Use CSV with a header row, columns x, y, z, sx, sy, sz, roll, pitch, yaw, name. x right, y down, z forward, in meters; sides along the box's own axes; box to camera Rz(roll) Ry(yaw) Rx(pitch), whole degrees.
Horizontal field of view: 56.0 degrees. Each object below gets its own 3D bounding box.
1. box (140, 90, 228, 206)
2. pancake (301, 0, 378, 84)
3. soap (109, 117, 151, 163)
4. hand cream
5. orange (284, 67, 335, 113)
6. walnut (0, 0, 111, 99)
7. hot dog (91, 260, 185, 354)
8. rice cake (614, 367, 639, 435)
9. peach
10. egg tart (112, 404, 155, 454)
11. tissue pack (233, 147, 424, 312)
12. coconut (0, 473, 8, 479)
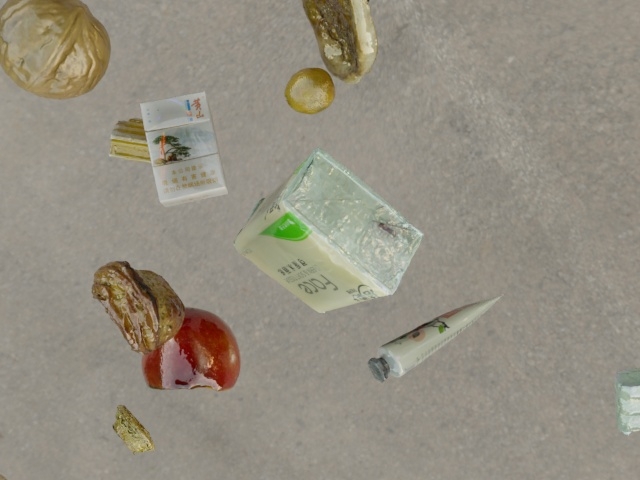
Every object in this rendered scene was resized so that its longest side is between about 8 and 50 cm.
x,y,z,sx,sy,sz,roll,pitch,yaw,name
-0.302,-0.204,1.341,0.150,0.067,0.233,-13,80,-7,box
0.026,-0.422,1.119,0.049,0.282,0.282,-25,113,-11,pancake
-0.404,-0.248,1.525,0.232,0.140,0.073,7,118,-13,soap
0.171,0.136,0.888,0.234,0.080,0.050,-26,87,-26,hand cream
-0.020,-0.275,1.112,0.095,0.085,0.085,-16,113,16,orange
-0.544,-0.402,1.230,0.228,0.228,0.227,2,116,4,walnut
-0.342,0.126,1.132,0.114,0.259,0.175,-37,82,-7,hot dog
0.542,0.214,0.862,0.237,0.043,0.127,-14,124,4,rice cake
-0.329,0.287,1.519,0.249,0.275,0.245,-26,104,-23,peach
-0.399,0.407,1.275,0.052,0.130,0.130,-39,113,-26,egg tart
0.000,0.000,1.473,0.332,0.205,0.405,38,157,-11,tissue pack
-0.619,0.490,1.025,0.171,0.183,0.170,9,116,19,coconut
